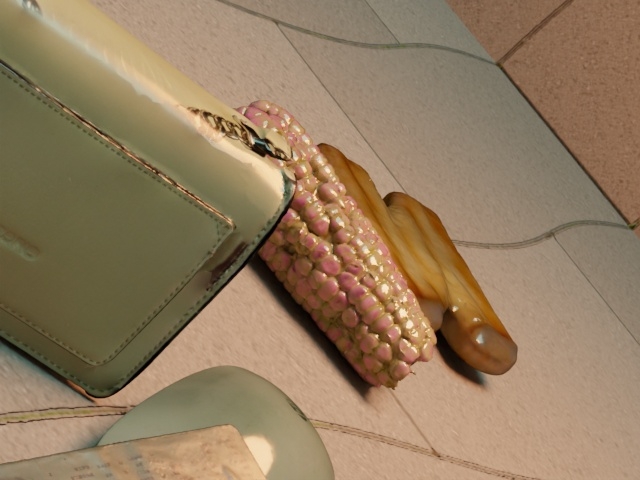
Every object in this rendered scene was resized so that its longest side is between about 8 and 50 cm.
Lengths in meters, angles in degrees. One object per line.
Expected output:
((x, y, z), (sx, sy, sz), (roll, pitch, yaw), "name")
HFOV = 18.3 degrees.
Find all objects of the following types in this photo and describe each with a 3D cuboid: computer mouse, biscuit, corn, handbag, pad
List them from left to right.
((-0.224, -0.077, 1.489), (0.358, 0.237, 0.160), (36, 22, -29), "handbag")
((-0.117, 0.203, 1.364), (0.265, 0.009, 0.159), (-5, 53, -46), "pad")
((-0.070, 0.174, 1.532), (0.159, 0.097, 0.288), (51, 17, 6), "computer mouse")
((-0.001, 0.001, 2.016), (0.335, 0.126, 0.127), (50, 18, 10), "corn")
((0.100, 0.024, 2.289), (0.237, 0.062, 0.290), (28, 25, -43), "biscuit")
